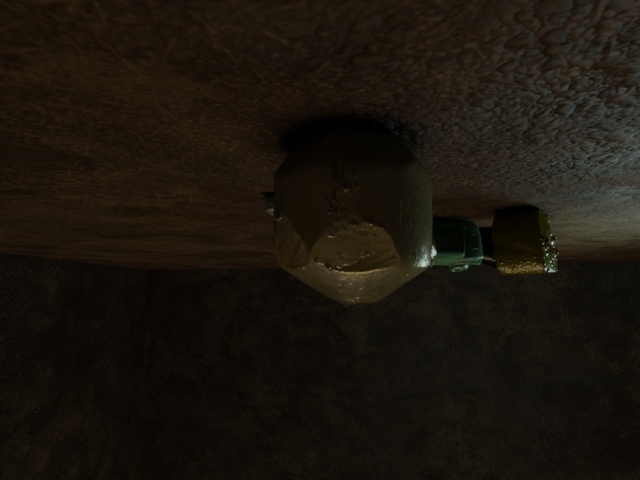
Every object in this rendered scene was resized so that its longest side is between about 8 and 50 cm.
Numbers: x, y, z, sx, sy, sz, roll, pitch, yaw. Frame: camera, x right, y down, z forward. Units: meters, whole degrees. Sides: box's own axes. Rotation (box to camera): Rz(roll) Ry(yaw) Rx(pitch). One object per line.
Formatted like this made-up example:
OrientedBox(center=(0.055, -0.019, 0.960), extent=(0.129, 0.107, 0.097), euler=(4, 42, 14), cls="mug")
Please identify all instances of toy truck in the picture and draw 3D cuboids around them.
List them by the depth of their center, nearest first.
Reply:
OrientedBox(center=(0.373, 0.013, 1.304), extent=(0.278, 0.155, 0.156), euler=(1, 164, -10), cls="toy truck")

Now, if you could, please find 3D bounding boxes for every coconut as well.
OrientedBox(center=(0.044, -0.023, 0.616), extent=(0.244, 0.248, 0.245), euler=(0, 174, 0), cls="coconut")

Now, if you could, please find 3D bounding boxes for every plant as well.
OrientedBox(center=(0.646, 0.028, 1.483), extent=(0.255, 0.142, 0.164), euler=(3, 172, 4), cls="plant")

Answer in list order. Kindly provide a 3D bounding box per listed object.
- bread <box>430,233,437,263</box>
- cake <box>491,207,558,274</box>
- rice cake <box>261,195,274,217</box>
OrientedBox(center=(0.168, 0.009, 1.032), extent=(0.260, 0.156, 0.158), euler=(4, 141, -2), cls="bread")
OrientedBox(center=(0.589, 0.008, 1.179), extent=(0.156, 0.179, 0.260), euler=(-5, 174, 35), cls="cake")
OrientedBox(center=(-0.009, -0.081, 0.947), extent=(0.237, 0.043, 0.127), euler=(-2, 173, 6), cls="rice cake")
